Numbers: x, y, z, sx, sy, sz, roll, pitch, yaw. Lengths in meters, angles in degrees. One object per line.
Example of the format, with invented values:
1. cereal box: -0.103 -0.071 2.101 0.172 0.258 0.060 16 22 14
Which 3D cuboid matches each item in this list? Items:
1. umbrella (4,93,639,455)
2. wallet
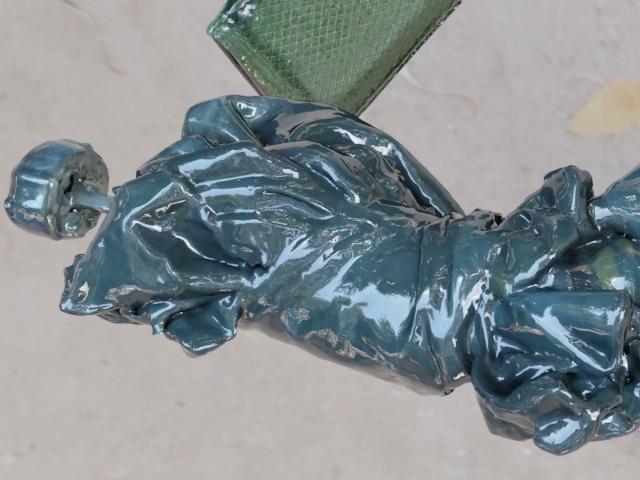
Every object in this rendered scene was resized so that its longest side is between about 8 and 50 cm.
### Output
1. umbrella: -0.002 -0.001 0.644 0.348 0.143 0.094 15 124 32
2. wallet: 0.034 -0.197 1.126 0.236 0.160 0.055 -49 47 -5
